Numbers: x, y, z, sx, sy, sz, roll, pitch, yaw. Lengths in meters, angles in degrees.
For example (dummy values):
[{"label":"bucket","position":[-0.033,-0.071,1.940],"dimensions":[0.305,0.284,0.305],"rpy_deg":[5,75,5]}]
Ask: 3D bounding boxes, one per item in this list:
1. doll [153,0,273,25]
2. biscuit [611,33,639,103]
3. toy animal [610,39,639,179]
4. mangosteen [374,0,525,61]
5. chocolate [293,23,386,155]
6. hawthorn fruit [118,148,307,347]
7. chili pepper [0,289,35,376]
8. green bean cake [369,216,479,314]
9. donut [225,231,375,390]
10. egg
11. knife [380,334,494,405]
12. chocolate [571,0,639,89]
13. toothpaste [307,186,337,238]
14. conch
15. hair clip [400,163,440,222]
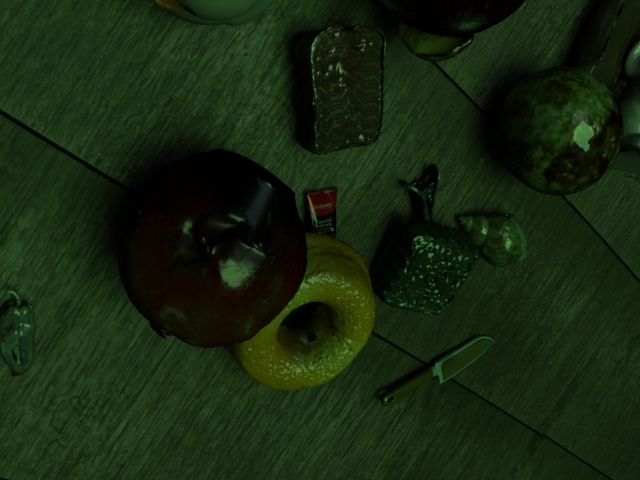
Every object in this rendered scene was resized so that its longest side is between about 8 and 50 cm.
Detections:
[{"label":"doll","position":[-0.127,-0.386,0.968],"dimensions":[0.251,0.221,0.221],"rpy_deg":[-34,125,-18]},{"label":"biscuit","position":[0.731,-0.385,1.637],"dimensions":[0.147,0.046,0.250],"rpy_deg":[21,97,-37]},{"label":"toy animal","position":[0.722,-0.301,1.507],"dimensions":[0.194,0.258,0.357],"rpy_deg":[26,86,-36]},{"label":"mangosteen","position":[0.192,-0.455,1.100],"dimensions":[0.330,0.330,0.330],"rpy_deg":[-13,117,-29]},{"label":"chocolate","position":[0.026,-0.257,1.197],"dimensions":[0.148,0.093,0.214],"rpy_deg":[-16,119,-29]},{"label":"hawthorn fruit","position":[-0.154,0.007,1.078],"dimensions":[0.316,0.316,0.316],"rpy_deg":[-13,117,-29]},{"label":"chili pepper","position":[-0.457,0.145,1.084],"dimensions":[0.050,0.041,0.153],"rpy_deg":[11,108,7]},{"label":"green bean cake","position":[0.206,0.058,1.423],"dimensions":[0.173,0.094,0.181],"rpy_deg":[14,116,-31]},{"label":"donut","position":[-0.032,0.139,1.279],"dimensions":[0.303,0.110,0.303],"rpy_deg":[-8,121,-14]},{"label":"egg","position":[0.474,-0.205,1.424],"dimensions":[0.238,0.238,0.289],"rpy_deg":[-45,137,-9]},{"label":"knife","position":[0.272,0.294,1.637],"dimensions":[0.343,0.027,0.061],"rpy_deg":[-26,118,-26]},{"label":"chocolate","position":[0.600,-0.429,1.510],"dimensions":[0.161,0.083,0.261],"rpy_deg":[17,101,-55]},{"label":"toothpaste","position":[0.000,0.000,1.324],"dimensions":[0.071,0.045,0.193],"rpy_deg":[-10,111,-39]},{"label":"conch","position":[0.381,-0.001,1.539],"dimensions":[0.173,0.106,0.116],"rpy_deg":[-1,89,-52]},{"label":"hair clip","position":[0.224,-0.024,1.467],"dimensions":[0.083,0.048,0.275],"rpy_deg":[-33,129,-20]}]
